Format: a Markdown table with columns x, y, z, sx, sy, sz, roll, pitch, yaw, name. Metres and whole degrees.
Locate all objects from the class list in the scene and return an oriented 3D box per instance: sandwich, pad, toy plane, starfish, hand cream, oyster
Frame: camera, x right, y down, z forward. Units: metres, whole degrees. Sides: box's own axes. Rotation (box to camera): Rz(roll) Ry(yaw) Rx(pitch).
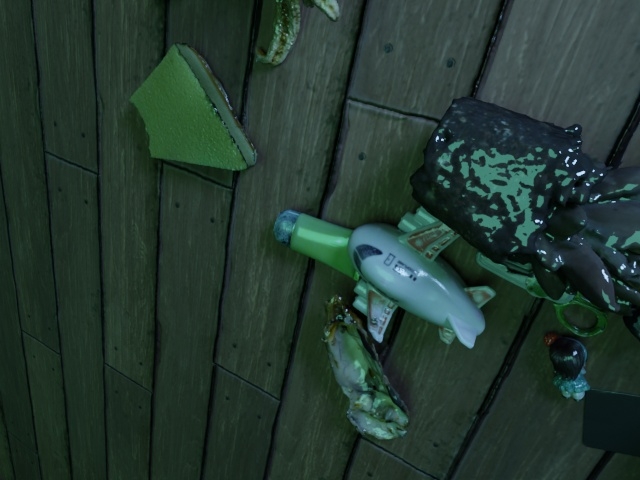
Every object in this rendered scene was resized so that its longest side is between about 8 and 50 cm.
| x | y | z | sx | sy | sz | roll | pitch | yaw | name |
| --- | --- | --- | --- | --- | --- | --- | --- | --- | --- |
| -0.247 | -0.205 | 0.833 | 0.212 | 0.063 | 0.245 | -26 | 95 | 36 | sandwich |
| 0.489 | 0.283 | 0.662 | 0.157 | 0.003 | 0.112 | 2 | 110 | 28 | pad |
| 0.148 | 0.064 | 0.691 | 0.252 | 0.118 | 0.253 | 10 | 112 | 26 | toy plane |
| -0.069 | -0.398 | 0.608 | 0.375 | 0.094 | 0.327 | 54 | 163 | 38 | starfish |
| 0.000 | 0.000 | 0.788 | 0.174 | 0.046 | 0.095 | 20 | 113 | 11 | hand cream |
| 0.083 | 0.239 | 0.814 | 0.128 | 0.078 | 0.345 | -5 | 115 | 37 | oyster |

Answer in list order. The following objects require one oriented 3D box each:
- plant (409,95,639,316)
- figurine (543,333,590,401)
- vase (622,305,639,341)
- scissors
| x | y | z | sx | sy | sz | roll | pitch | yaw | name |
| --- | --- | --- | --- | --- | --- | --- | --- | --- | --- |
| 0.277 | -0.045 | 0.536 | 0.320 | 0.194 | 0.182 | 30 | 123 | 18 | plant |
| 0.374 | 0.193 | 0.666 | 0.060 | 0.047 | 0.106 | 21 | 133 | 61 | figurine |
| 0.487 | 0.055 | 0.543 | 0.060 | 0.060 | 0.211 | 42 | 121 | 8 | vase |
| 0.328 | 0.063 | 0.648 | 0.204 | 0.027 | 0.101 | 25 | 116 | 15 | scissors |
